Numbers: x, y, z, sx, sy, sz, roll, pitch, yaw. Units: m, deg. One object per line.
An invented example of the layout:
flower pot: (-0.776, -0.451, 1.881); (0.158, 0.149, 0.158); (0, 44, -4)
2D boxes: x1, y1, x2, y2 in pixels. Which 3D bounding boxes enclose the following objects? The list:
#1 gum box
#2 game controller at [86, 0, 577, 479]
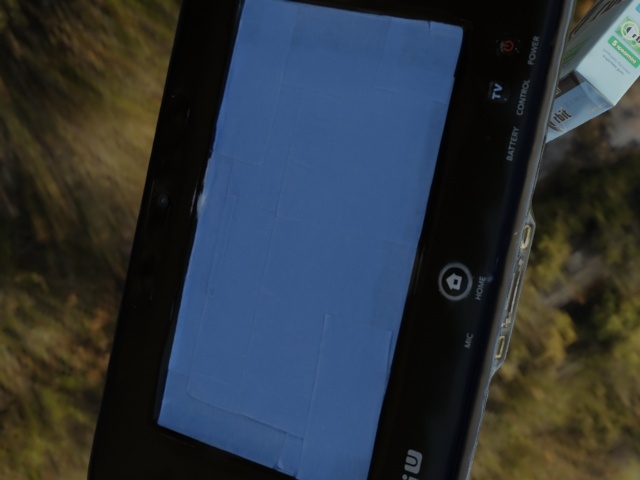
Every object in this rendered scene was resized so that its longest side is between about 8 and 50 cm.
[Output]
gum box: (0.222, -0.157, 1.055); (0.184, 0.041, 0.157); (-50, -176, -14)
game controller: (0.000, 0.000, 0.555); (0.067, 0.166, 0.319); (6, 98, -48)
